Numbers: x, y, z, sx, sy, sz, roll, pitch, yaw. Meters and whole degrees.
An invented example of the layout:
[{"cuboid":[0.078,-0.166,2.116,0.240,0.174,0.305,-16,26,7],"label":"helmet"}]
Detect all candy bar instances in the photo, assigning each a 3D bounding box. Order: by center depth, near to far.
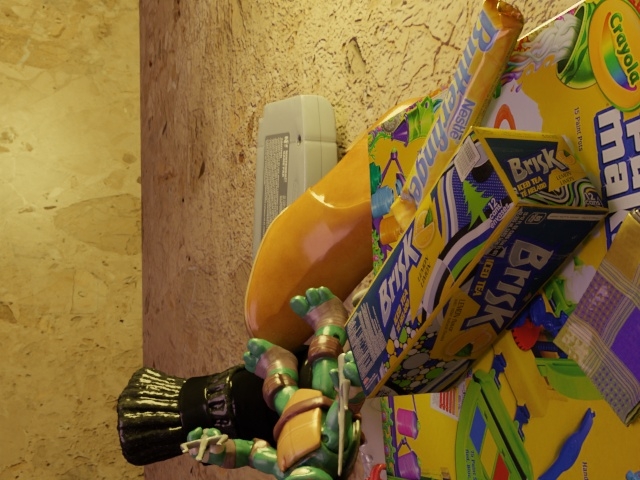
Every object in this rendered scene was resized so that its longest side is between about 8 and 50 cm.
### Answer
[{"cuboid":[0.078,-0.070,0.468,0.040,0.018,0.162,-114,35,-44],"label":"candy bar"}]

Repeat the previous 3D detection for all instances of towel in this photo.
[{"cuboid":[0.136,0.033,0.345,0.060,0.009,0.083,-119,39,-46],"label":"towel"}]

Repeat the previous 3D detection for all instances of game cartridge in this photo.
[{"cuboid":[-0.038,-0.047,1.086,0.196,0.060,0.295,-168,80,-69],"label":"game cartridge"}]

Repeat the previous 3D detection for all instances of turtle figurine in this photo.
[{"cuboid":[-0.020,0.144,0.634,0.118,0.175,0.234,56,-166,-24],"label":"turtle figurine"}]

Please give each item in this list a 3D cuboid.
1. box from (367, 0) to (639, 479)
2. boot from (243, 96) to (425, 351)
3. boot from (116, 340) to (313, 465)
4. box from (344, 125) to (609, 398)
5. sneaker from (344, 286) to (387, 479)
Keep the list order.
[{"cuboid":[0.174,0.038,0.483,0.279,0.176,0.290,159,110,-64],"label":"box"},{"cuboid":[0.047,-0.025,0.737,0.295,0.104,0.211,-59,18,-19],"label":"boot"},{"cuboid":[-0.111,0.194,0.906,0.348,0.260,0.131,98,175,-70],"label":"boot"},{"cuboid":[0.074,0.019,0.421,0.169,0.059,0.054,119,143,-44],"label":"box"},{"cuboid":[0.065,0.164,0.785,0.111,0.129,0.297,-145,59,-60],"label":"sneaker"}]
